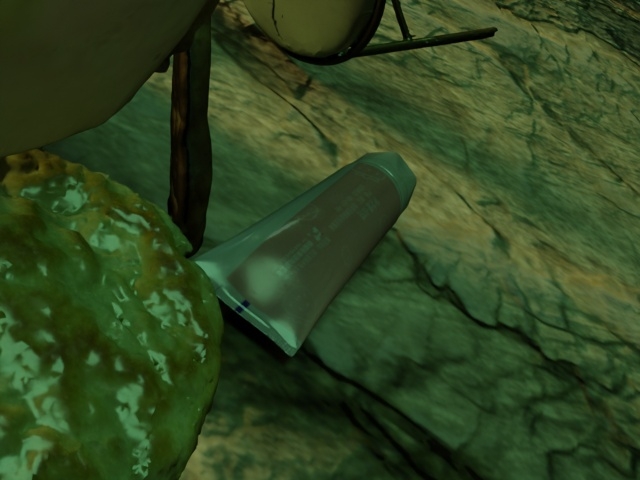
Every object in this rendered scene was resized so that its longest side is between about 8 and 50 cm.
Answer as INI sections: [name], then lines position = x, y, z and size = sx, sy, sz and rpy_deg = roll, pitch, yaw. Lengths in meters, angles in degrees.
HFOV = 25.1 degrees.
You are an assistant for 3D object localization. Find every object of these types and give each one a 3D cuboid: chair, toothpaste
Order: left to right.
[chair]
position = -0.008, -0.197, 0.941
size = 0.325, 0.170, 0.160
rpy_deg = -23, 55, -41
[toothpaste]
position = 0.000, 0.000, 0.751
size = 0.067, 0.043, 0.194
rpy_deg = 40, 31, 6

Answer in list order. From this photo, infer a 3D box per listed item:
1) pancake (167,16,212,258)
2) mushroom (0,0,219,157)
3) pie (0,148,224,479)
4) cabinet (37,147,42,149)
[pancake]
position = -0.061, -0.082, 0.659
size = 0.020, 0.190, 0.184
rpy_deg = 0, 49, -8
[mushroom]
position = -0.130, -0.148, 0.449
size = 0.236, 0.162, 0.173
rpy_deg = 42, 35, -6
[pie]
position = -0.154, 0.026, 0.461
size = 0.248, 0.090, 0.201
rpy_deg = 27, 37, -15
[cabinet]
position = -0.170, -0.152, 0.689
size = 0.150, 0.145, 0.206
rpy_deg = 27, 26, -15
